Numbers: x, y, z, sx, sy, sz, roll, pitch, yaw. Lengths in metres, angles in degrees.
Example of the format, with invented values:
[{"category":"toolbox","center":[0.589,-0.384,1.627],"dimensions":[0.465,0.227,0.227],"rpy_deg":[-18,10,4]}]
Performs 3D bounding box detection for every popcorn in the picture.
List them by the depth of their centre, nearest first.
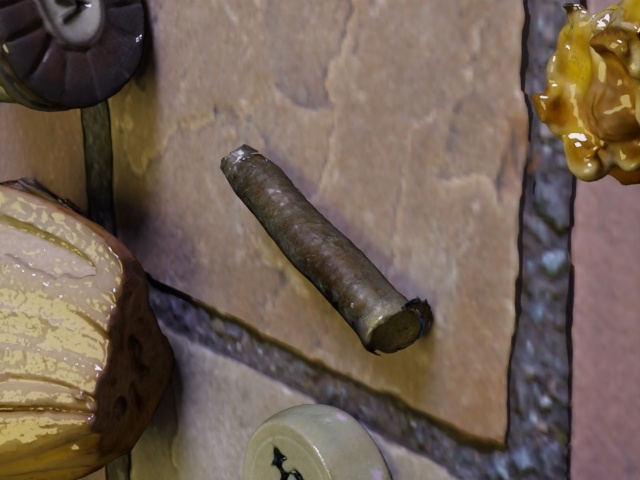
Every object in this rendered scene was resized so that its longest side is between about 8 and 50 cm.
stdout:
[{"category":"popcorn","center":[0.103,-0.051,0.510],"dimensions":[0.082,0.083,0.057],"rpy_deg":[-23,79,30]}]

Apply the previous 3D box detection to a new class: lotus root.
[{"category":"lotus root","center":[-0.135,0.051,0.873],"dimensions":[0.135,0.095,0.159],"rpy_deg":[8,98,31]},{"category":"lotus root","center":[-0.155,-0.006,0.933],"dimensions":[0.083,0.037,0.030],"rpy_deg":[31,129,47]}]

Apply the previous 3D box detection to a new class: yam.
[{"category":"yam","center":[0.000,0.000,0.725],"dimensions":[0.129,0.033,0.027],"rpy_deg":[49,164,41]}]

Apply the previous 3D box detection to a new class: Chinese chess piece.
[{"category":"Chinese chess piece","center":[-0.002,0.113,0.754],"dimensions":[0.084,0.034,0.084],"rpy_deg":[21,117,51]}]

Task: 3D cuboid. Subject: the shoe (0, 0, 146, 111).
[{"category":"shoe","center":[-0.180,-0.199,0.839],"dimensions":[0.149,0.109,0.293],"rpy_deg":[-7,98,52]}]
